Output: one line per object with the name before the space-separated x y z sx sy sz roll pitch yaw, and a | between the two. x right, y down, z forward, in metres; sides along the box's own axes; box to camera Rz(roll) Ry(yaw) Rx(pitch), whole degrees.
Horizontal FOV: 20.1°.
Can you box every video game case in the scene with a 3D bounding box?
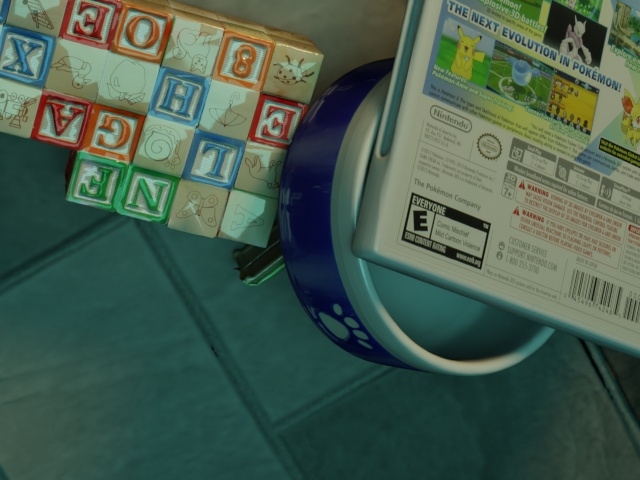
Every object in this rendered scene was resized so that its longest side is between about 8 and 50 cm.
video game case | 0.185 -0.087 1.461 0.329 0.036 0.300 20 78 -36

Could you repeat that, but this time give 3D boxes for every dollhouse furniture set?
dollhouse furniture set | 0.000 0.000 1.550 0.151 0.076 0.058 -38 111 2

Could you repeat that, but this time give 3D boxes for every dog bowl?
dog bowl | 0.097 -0.023 1.482 0.265 0.104 0.265 0 91 -38

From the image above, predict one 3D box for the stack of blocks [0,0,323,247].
stack of blocks | -0.166 -0.117 1.477 0.297 0.087 0.171 14 104 -14
